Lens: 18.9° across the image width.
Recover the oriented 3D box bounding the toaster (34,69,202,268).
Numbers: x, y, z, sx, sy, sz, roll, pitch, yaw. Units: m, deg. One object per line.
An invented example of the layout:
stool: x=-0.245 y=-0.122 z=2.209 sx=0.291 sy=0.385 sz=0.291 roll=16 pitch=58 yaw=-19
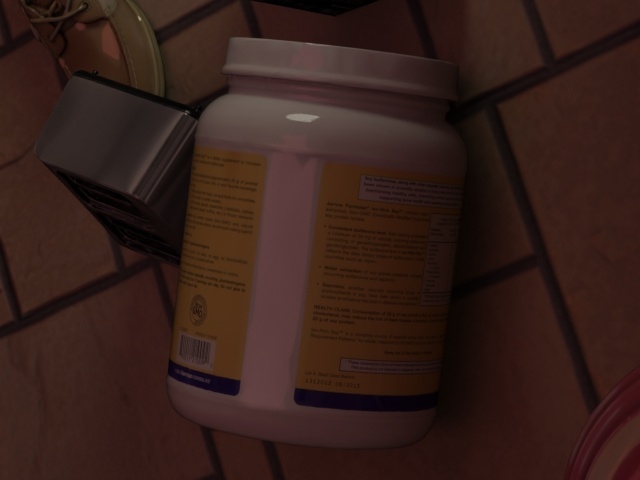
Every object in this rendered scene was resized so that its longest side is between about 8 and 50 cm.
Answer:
toaster: x=-0.152 y=-0.060 z=1.803 sx=0.186 sy=0.168 sz=0.110 roll=20 pitch=71 yaw=33

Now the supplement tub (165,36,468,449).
supplement tub: x=0.000 y=0.000 z=1.676 sx=0.241 sy=0.241 sz=0.331 roll=9 pitch=94 yaw=32

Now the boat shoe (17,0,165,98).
boat shoe: x=-0.254 y=-0.236 z=1.921 sx=0.109 sy=0.098 sz=0.302 roll=-34 pitch=72 yaw=27

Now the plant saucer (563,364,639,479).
plant saucer: x=0.337 y=0.241 z=1.555 sx=0.332 sy=0.084 sz=0.332 roll=-1 pitch=89 yaw=31

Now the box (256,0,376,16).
box: x=0.018 y=-0.264 z=1.705 sx=0.147 sy=0.180 sz=0.077 roll=-16 pitch=82 yaw=31
